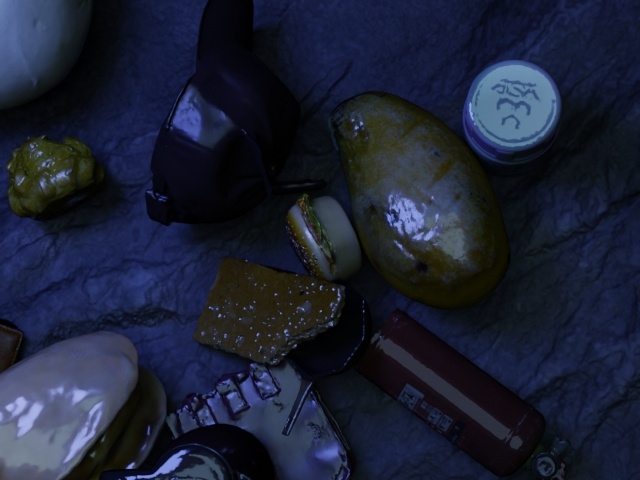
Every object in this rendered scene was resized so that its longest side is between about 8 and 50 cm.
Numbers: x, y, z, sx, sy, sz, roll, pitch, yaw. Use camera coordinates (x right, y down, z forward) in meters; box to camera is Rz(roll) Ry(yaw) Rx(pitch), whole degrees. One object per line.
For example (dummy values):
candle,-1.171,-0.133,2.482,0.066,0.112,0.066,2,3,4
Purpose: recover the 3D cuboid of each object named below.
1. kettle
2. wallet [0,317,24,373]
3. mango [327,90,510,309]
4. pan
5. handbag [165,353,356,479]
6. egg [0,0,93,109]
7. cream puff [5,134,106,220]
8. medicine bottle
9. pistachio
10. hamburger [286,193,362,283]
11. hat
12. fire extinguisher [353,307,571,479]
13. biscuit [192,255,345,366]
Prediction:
kettle,-0.164,0.294,1.691,0.202,0.232,0.144,6,82,6
wallet,-0.515,0.165,1.860,0.195,0.042,0.161,21,80,-33
mango,0.132,-0.058,1.836,0.176,0.175,0.329,-3,58,-32
pan,-0.005,0.151,1.802,0.202,0.048,0.128,-53,45,5
handbag,-0.080,0.272,1.842,0.203,0.074,0.216,-30,79,0
egg,-0.479,-0.313,1.861,0.345,0.283,0.283,-8,81,13
cream puff,-0.373,-0.097,1.892,0.146,0.146,0.116,-30,82,0
medicine bottle,0.255,-0.163,1.828,0.135,0.168,0.135,-1,81,4
pistachio,-0.356,0.258,1.796,0.321,0.229,0.238,-34,49,-5
hamburger,0.000,0.000,1.841,0.081,0.141,0.126,-24,70,-13
hat,-0.087,-0.163,1.832,0.209,0.238,0.336,16,73,9
fire extinguisher,0.193,0.245,1.810,0.337,0.106,0.147,37,99,10
biscuit,-0.068,0.100,1.828,0.237,0.026,0.131,13,81,42
